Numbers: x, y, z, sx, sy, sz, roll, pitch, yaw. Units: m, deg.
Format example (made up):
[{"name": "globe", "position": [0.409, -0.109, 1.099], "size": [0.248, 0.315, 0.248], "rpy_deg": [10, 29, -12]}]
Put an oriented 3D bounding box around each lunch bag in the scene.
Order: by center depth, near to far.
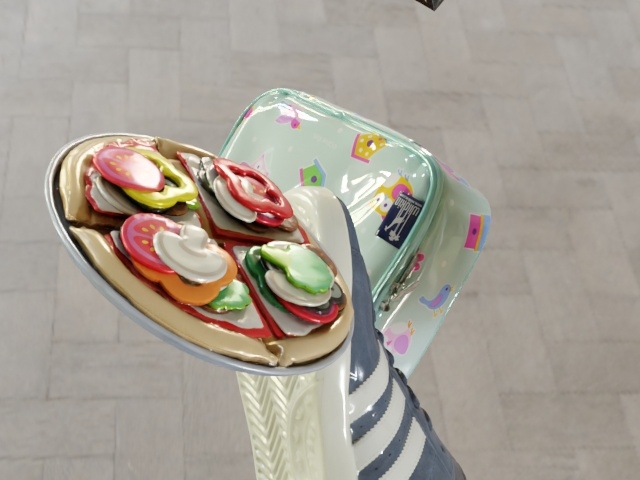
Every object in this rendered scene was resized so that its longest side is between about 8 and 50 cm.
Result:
[{"name": "lunch bag", "position": [0.000, 0.000, 0.977], "size": [0.279, 0.108, 0.224], "rpy_deg": [32, 91, 45]}]

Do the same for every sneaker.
[{"name": "sneaker", "position": [0.032, 0.132, 0.829], "size": [0.148, 0.131, 0.350], "rpy_deg": [-4, 91, -34]}]

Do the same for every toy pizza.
[{"name": "toy pizza", "position": [-0.061, -0.003, 0.638], "size": [0.201, 0.032, 0.201], "rpy_deg": [28, 27, -16]}]

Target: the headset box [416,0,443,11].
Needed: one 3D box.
[{"name": "headset box", "position": [0.054, -0.188, 0.673], "size": [0.083, 0.032, 0.062], "rpy_deg": [36, 80, 23]}]
